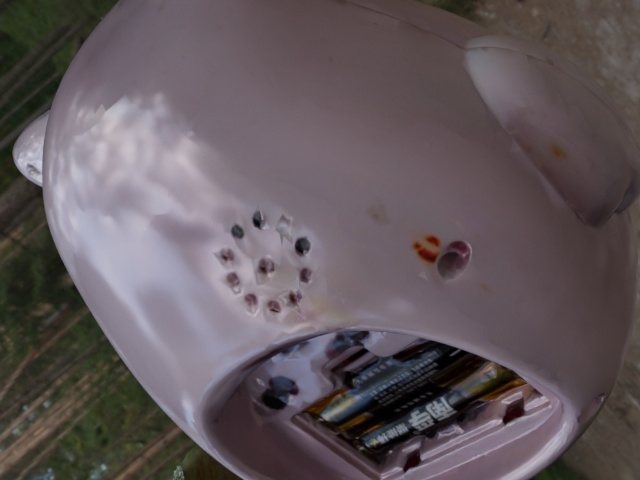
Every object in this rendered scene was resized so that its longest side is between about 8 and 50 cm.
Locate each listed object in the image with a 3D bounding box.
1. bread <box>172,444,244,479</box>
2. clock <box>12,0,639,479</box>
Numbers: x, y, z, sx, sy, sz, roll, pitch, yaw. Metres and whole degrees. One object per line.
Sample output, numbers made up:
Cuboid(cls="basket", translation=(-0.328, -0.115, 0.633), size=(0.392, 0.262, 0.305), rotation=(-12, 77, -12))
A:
Cuboid(cls="bread", translation=(-0.059, 0.352, 0.865), size=(0.056, 0.207, 0.286), rotation=(136, 139, -58))
Cuboid(cls="clock", translation=(0.000, 0.000, 0.534), size=(0.377, 0.368, 0.250), rotation=(37, -139, -17))
